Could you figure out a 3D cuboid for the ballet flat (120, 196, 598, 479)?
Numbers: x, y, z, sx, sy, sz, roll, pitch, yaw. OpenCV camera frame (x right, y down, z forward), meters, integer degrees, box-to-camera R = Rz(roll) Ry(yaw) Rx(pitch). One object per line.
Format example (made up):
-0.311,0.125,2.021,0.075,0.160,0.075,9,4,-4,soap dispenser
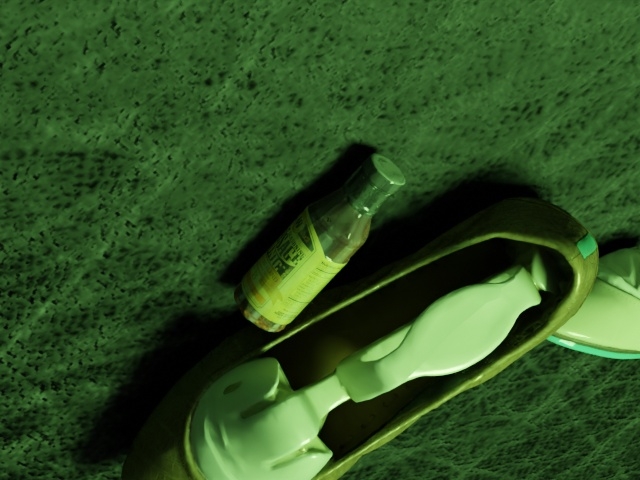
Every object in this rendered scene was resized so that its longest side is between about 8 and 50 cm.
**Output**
0.022,0.084,1.043,0.342,0.116,0.124,-29,-177,1,ballet flat

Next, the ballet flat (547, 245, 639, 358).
0.230,0.044,1.192,0.248,0.086,0.086,16,127,-45,ballet flat

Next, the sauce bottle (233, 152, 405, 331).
0.000,0.000,1.009,0.042,0.042,0.128,16,124,-44,sauce bottle
